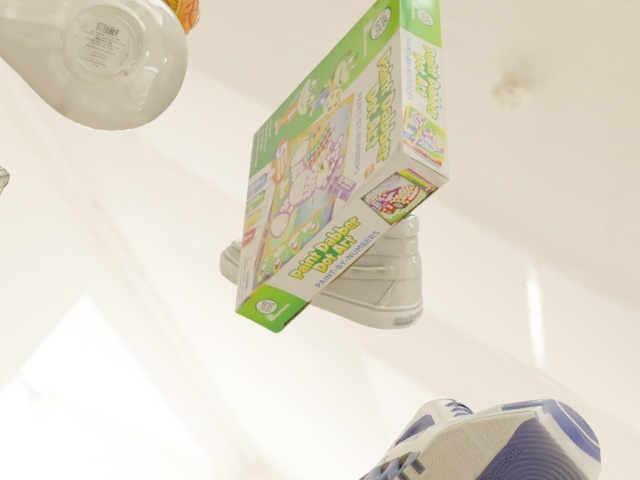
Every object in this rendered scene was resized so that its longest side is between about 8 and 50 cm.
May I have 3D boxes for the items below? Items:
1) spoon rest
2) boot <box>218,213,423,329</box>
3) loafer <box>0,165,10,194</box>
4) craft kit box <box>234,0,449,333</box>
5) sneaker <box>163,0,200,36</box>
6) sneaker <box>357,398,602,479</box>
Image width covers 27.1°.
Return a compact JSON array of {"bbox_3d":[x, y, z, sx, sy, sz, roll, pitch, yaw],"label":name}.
[{"bbox_3d":[-0.252,-0.191,1.180,0.276,0.137,0.084,22,-7,-8],"label":"spoon rest"},{"bbox_3d":[0.000,0.000,1.355,0.258,0.095,0.123,14,-70,37],"label":"boot"},{"bbox_3d":[-0.320,-0.033,1.218,0.039,0.125,0.045,26,-59,12],"label":"loafer"},{"bbox_3d":[0.018,-0.078,1.208,0.061,0.250,0.246,30,-52,-25],"label":"craft kit box"},{"bbox_3d":[-0.169,-0.304,1.565,0.064,0.067,0.175,32,-57,14],"label":"sneaker"},{"bbox_3d":[0.153,0.224,1.419,0.315,0.182,0.127,-31,-80,35],"label":"sneaker"}]
